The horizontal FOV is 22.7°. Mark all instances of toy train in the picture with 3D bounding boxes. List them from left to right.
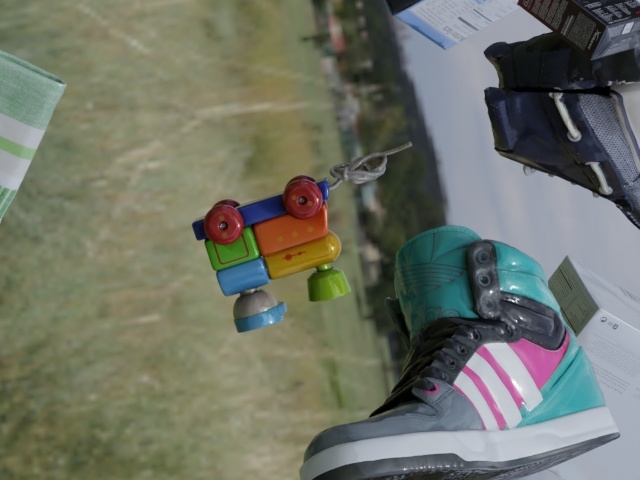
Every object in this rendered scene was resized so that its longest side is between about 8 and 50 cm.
[{"bbox_3d":[0.000,0.000,1.709,0.105,0.248,0.143,-93,165,-84],"label":"toy train"}]

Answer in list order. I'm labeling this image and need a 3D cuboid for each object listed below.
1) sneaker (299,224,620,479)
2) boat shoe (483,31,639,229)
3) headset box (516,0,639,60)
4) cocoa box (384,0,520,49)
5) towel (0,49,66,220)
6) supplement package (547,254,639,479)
[{"bbox_3d":[0.081,0.080,1.104,0.296,0.124,0.178,-2,66,-48],"label":"sneaker"},{"bbox_3d":[0.260,-0.096,1.524,0.340,0.158,0.127,56,34,-53],"label":"boat shoe"},{"bbox_3d":[0.189,-0.170,1.156,0.083,0.062,0.032,41,-51,27],"label":"headset box"},{"bbox_3d":[0.137,-0.438,1.872,0.347,0.228,0.231,64,17,12],"label":"cocoa box"},{"bbox_3d":[-0.419,-0.067,1.529,0.324,0.248,0.038,-61,-169,22],"label":"towel"},{"bbox_3d":[0.325,0.167,1.898,0.203,0.194,0.149,-55,-161,17],"label":"supplement package"}]
